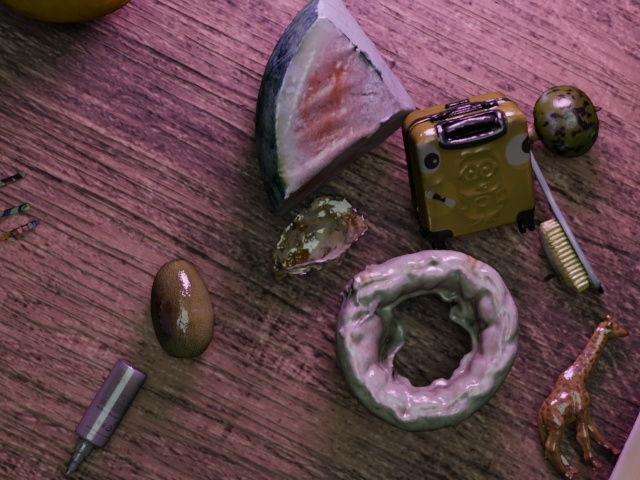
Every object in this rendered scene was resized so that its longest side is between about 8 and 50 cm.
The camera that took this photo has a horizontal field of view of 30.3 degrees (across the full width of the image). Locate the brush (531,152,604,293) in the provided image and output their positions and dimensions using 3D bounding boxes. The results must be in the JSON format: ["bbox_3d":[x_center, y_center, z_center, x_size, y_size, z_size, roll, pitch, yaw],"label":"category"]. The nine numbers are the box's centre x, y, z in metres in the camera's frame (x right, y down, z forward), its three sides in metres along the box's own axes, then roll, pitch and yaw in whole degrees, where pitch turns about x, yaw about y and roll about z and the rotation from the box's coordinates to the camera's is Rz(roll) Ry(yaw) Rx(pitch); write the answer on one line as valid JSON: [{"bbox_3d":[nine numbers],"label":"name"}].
[{"bbox_3d":[0.375,-0.033,1.941,0.060,0.068,0.296,-27,94,8],"label":"brush"}]

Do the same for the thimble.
[{"bbox_3d":[0.156,0.154,1.858,0.292,0.195,0.291,0,81,-2],"label":"thimble"}]

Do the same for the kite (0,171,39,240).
[{"bbox_3d":[-0.599,-0.020,1.920,0.286,0.015,0.152,-22,87,-5],"label":"kite"}]

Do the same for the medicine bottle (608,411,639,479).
[{"bbox_3d":[0.647,0.420,1.839,0.406,0.236,0.235,31,84,0],"label":"medicine bottle"}]

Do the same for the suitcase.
[{"bbox_3d":[0.234,-0.116,1.890,0.194,0.143,0.234,-14,117,-5],"label":"suitcase"}]

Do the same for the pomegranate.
[{"bbox_3d":[0.385,-0.189,1.947,0.162,0.122,0.122,-21,86,25],"label":"pomegranate"}]

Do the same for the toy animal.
[{"bbox_3d":[0.428,0.257,1.935,0.149,0.054,0.275,4,84,-5],"label":"toy animal"}]

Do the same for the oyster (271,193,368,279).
[{"bbox_3d":[-0.007,0.004,1.931,0.105,0.056,0.177,41,84,7],"label":"oyster"}]

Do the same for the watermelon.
[{"bbox_3d":[0.029,-0.218,1.888,0.258,0.228,0.387,11,90,-12],"label":"watermelon"}]

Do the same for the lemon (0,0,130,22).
[{"bbox_3d":[-0.400,-0.456,1.864,0.263,0.236,0.235,10,84,-22],"label":"lemon"}]

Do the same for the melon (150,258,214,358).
[{"bbox_3d":[-0.222,0.109,1.889,0.099,0.099,0.162,-9,83,-4],"label":"melon"}]

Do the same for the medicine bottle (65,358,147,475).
[{"bbox_3d":[-0.351,0.287,1.886,0.058,0.057,0.199,32,84,0],"label":"medicine bottle"}]
